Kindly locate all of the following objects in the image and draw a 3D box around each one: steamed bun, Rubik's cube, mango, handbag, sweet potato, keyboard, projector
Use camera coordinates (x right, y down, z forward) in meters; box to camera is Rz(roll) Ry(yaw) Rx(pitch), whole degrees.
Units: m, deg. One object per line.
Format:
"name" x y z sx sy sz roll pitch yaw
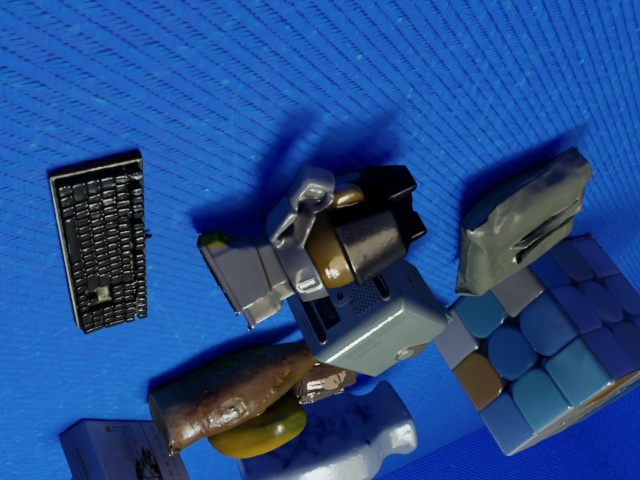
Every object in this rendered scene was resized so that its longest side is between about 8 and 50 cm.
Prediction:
"steamed bun" -0.005 0.269 1.429 0.145 0.106 0.175 -20 154 -20
"Rubik's cube" 0.529 0.231 1.641 0.347 0.346 0.344 -6 144 -39
"mango" -0.122 0.350 1.367 0.176 0.119 0.317 -4 167 -29
"handbag" 0.347 -0.026 1.270 0.253 0.109 0.316 -32 154 -7
"sweet potato" -0.133 0.249 1.243 0.337 0.131 0.131 -25 154 -11
"keyboard" -0.243 0.017 0.828 0.106 0.027 0.317 -18 151 -23
"projector" 0.086 0.118 1.193 0.177 0.163 0.242 -37 151 17

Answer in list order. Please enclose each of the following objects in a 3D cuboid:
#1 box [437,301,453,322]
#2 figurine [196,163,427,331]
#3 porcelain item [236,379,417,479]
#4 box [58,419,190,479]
"box" 0.184 0.180 1.538 0.162 0.041 0.229 -36 153 12
"figurine" 0.001 0.003 0.927 0.308 0.143 0.308 -21 171 -3
"porcelain item" 0.012 0.489 1.694 0.405 0.242 0.178 -19 133 -17
"box" -0.337 0.398 1.267 0.067 0.149 0.233 -39 153 12
